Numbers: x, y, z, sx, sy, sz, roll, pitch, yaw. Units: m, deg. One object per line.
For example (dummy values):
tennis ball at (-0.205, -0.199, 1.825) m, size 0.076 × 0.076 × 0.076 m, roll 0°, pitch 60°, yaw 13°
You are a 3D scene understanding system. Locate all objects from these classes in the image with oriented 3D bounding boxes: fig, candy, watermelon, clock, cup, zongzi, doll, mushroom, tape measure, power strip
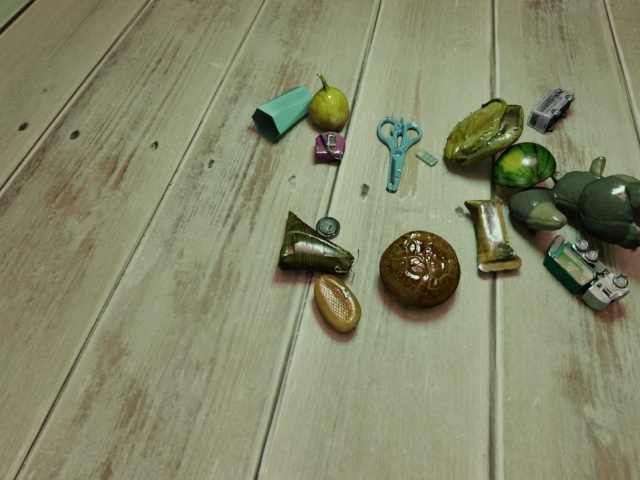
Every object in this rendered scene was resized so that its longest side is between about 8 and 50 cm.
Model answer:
fig at (0.023, -0.537, 1.755) m, size 0.159 × 0.257 × 0.159 m, roll -7°, pitch 60°, yaw 12°
candy at (0.565, -0.020, 1.511) m, size 0.143 × 0.101 × 0.271 m, roll -4°, pitch 62°, yaw 3°
watermelon at (0.699, -0.273, 1.595) m, size 0.204 × 0.127 × 0.232 m, roll -11°, pitch 28°, yaw 23°
clock at (0.026, -0.043, 1.559) m, size 0.085 × 0.017 × 0.085 m, roll 1°, pitch 56°, yaw -1°
cup at (-0.134, -0.506, 1.799) m, size 0.148 × 0.134 × 0.235 m, roll 37°, pitch 62°, yaw 18°
zongzi at (0.000, 0.000, 1.483) m, size 0.247 × 0.111 × 0.241 m, roll 8°, pitch 50°, yaw -2°
doll at (0.854, -0.083, 1.481) m, size 0.378 × 0.252 × 0.382 m, roll -29°, pitch 22°, yaw 4°
mushroom at (0.307, 0.087, 1.406) m, size 0.253 × 0.153 × 0.253 m, roll 2°, pitch 65°, yaw -5°
tape measure at (0.036, -0.347, 1.729) m, size 0.118 × 0.074 × 0.125 m, roll -1°, pitch 58°, yaw -3°
power strip at (0.403, -0.315, 1.751) m, size 0.040 × 0.016 × 0.090 m, roll -38°, pitch 65°, yaw -23°

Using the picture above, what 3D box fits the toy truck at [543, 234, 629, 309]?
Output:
toy truck at (0.815, 0.095, 1.434) m, size 0.124 × 0.114 × 0.253 m, roll -31°, pitch 62°, yaw -5°

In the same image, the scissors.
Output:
scissors at (0.290, -0.339, 1.755) m, size 0.180 × 0.032 × 0.393 m, roll 10°, pitch 57°, yaw 6°

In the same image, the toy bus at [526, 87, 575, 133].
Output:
toy bus at (0.930, -0.527, 1.861) m, size 0.108 × 0.096 × 0.199 m, roll 37°, pitch 66°, yaw 26°

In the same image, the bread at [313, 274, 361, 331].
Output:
bread at (0.050, 0.188, 1.371) m, size 0.114 × 0.077 × 0.189 m, roll -34°, pitch 62°, yaw 1°

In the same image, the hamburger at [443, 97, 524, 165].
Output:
hamburger at (0.596, -0.383, 1.672) m, size 0.134 × 0.285 × 0.265 m, roll 34°, pitch 56°, yaw -20°
